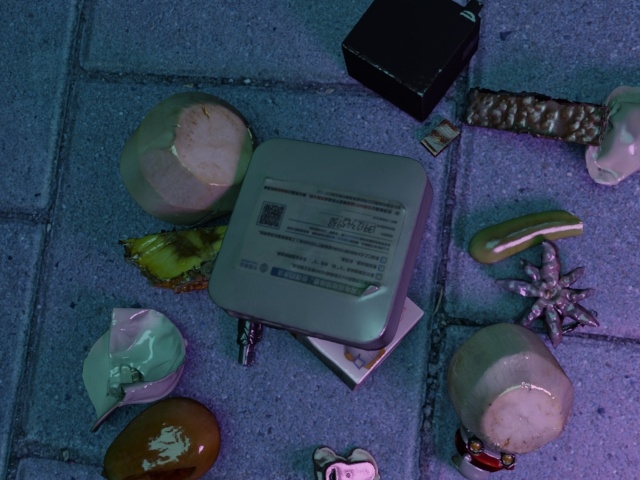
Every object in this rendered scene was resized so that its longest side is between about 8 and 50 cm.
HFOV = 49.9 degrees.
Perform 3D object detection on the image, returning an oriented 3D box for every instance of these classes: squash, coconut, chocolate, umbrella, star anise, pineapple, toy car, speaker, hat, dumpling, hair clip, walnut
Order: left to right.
[{"bbox_3d":[-0.447,0.329,1.633,0.301,0.168,0.257,-52,39,24],"label":"hat"},{"bbox_3d":[-0.366,0.475,1.568,0.298,0.203,0.203,-24,80,9],"label":"walnut"},{"bbox_3d":[-0.301,-0.181,1.591,0.323,0.323,0.322,-1,83,10],"label":"coconut"},{"bbox_3d":[-0.294,0.069,1.606,0.335,0.161,0.158,-11,46,0],"label":"pineapple"},{"bbox_3d":[-0.171,0.181,1.639,0.066,0.059,0.235,2,85,34],"label":"umbrella"},{"bbox_3d":[0.054,0.527,1.569,0.138,0.102,0.123,-5,83,-23],"label":"hair clip"},{"bbox_3d":[0.213,-0.453,1.582,0.232,0.184,0.254,36,87,12],"label":"speaker"},{"bbox_3d":[0.345,0.469,1.492,0.139,0.112,0.112,27,103,3],"label":"toy car"},{"bbox_3d":[0.392,0.304,1.437,0.245,0.247,0.244,0,112,0],"label":"coconut"},{"bbox_3d":[0.452,-0.011,1.539,0.250,0.083,0.083,-17,80,5],"label":"squash"},{"bbox_3d":[0.471,-0.274,1.524,0.329,0.065,0.102,18,93,36],"label":"chocolate"},{"bbox_3d":[0.495,0.115,1.503,0.229,0.093,0.236,8,93,14],"label":"star anise"},{"bbox_3d":[0.560,0.192,1.524,0.122,0.013,0.022,-32,66,5],"label":"umbrella"},{"bbox_3d":[0.663,-0.232,1.497,0.162,0.132,0.250,39,91,9],"label":"dumpling"}]

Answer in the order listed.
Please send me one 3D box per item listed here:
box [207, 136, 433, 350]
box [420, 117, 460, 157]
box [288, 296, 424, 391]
[{"bbox_3d":[-0.001,0.000,1.411,0.396,0.111,0.396,12,75,21],"label":"box"},{"bbox_3d":[0.282,-0.241,1.623,0.082,0.023,0.051,-43,77,3],"label":"box"},{"bbox_3d":[0.027,0.137,1.539,0.341,0.143,0.225,42,75,13],"label":"box"}]
